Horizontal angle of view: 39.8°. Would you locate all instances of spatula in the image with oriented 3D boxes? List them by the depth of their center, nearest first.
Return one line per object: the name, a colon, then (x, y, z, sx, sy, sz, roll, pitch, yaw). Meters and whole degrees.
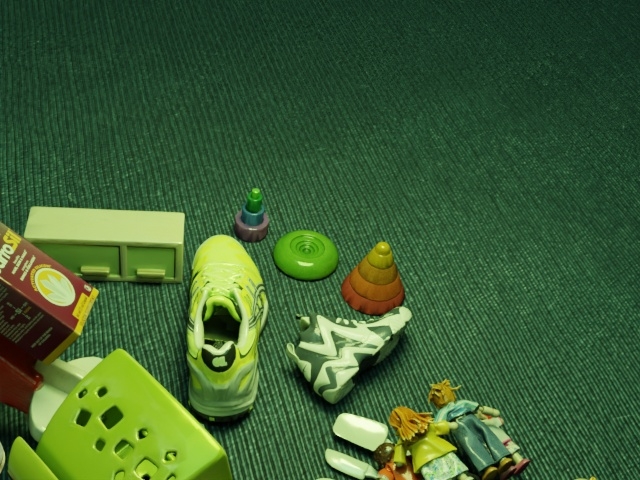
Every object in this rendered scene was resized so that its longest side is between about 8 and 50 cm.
spatula: (0.116, 0.362, 1.335, 0.242, 0.019, 0.168, 19, 41, 11)

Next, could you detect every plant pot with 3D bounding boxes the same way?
plant pot: (-0.263, 0.321, 1.158, 0.207, 0.227, 0.228, -36, 58, -27)

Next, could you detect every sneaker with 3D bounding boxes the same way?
sneaker: (-0.152, 0.112, 1.473, 0.145, 0.147, 0.384, -1, 41, -9)
sneaker: (0.038, 0.154, 1.497, 0.153, 0.094, 0.235, 39, 58, 18)

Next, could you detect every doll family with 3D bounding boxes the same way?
doll family: (0.197, 0.295, 1.330, 0.263, 0.118, 0.163, -17, 50, -30)

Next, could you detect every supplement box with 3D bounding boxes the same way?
supplement box: (-0.409, 0.066, 1.194, 0.188, 0.081, 0.104, 40, 26, -20)

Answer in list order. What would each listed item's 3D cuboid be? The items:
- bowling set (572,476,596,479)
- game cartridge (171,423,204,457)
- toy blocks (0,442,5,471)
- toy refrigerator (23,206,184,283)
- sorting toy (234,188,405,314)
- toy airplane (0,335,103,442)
bowling set: (0.321, 0.470, 1.171, 0.287, 0.200, 0.154, -42, 44, 8)
game cartridge: (-0.215, 0.304, 1.343, 0.083, 0.017, 0.056, -4, 46, -15)
toy blocks: (-0.420, 0.387, 0.936, 0.289, 0.260, 0.308, -22, 79, -32)
toy refrigerator: (-0.381, 0.012, 1.578, 0.270, 0.102, 0.094, 2, 41, -9)
sorting toy: (0.000, 0.000, 1.644, 0.366, 0.126, 0.127, 27, 44, 18)
toy airplane: (-0.514, 0.179, 1.285, 0.386, 0.272, 0.384, 20, 36, -49)
